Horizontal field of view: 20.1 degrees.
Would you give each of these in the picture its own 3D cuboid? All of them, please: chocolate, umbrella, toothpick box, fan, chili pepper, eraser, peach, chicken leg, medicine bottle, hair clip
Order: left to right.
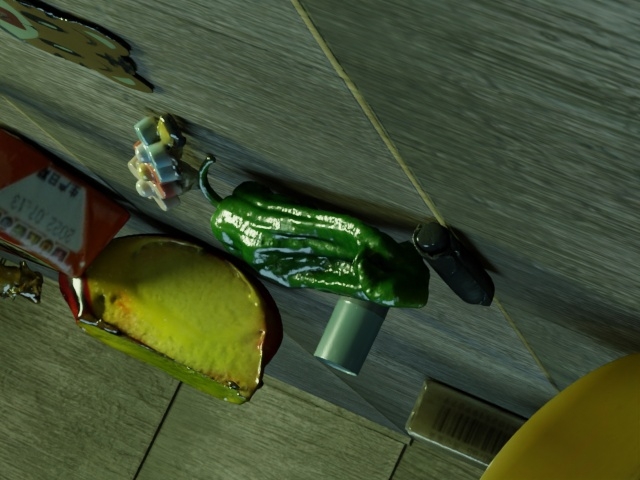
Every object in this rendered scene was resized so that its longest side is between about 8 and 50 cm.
[{"bbox_3d":[-0.410,0.027,2.018,0.207,0.085,0.101,22,139,-20],"label":"chicken leg"},{"bbox_3d":[-0.374,-0.062,2.007,0.237,0.108,0.235,20,169,40],"label":"chocolate"},{"bbox_3d":[-0.228,-0.163,1.287,0.226,0.008,0.152,24,172,6],"label":"fan"},{"bbox_3d":[-0.132,-0.061,1.492,0.062,0.056,0.214,57,177,9],"label":"hair clip"},{"bbox_3d":[-0.171,0.080,2.099,0.267,0.159,0.154,22,161,5],"label":"peach"},{"bbox_3d":[-0.004,0.003,1.439,0.257,0.074,0.100,16,168,45],"label":"chili pepper"},{"bbox_3d":[0.033,0.090,1.835,0.052,0.083,0.052,25,171,4],"label":"toothpick box"},{"bbox_3d":[0.104,0.018,1.374,0.036,0.031,0.133,3,162,24],"label":"umbrella"},{"bbox_3d":[0.286,0.289,2.356,0.343,0.078,0.144,22,172,19],"label":"eraser"},{"bbox_3d":[0.265,0.246,1.414,0.232,0.238,0.238,47,166,-13],"label":"medicine bottle"}]
